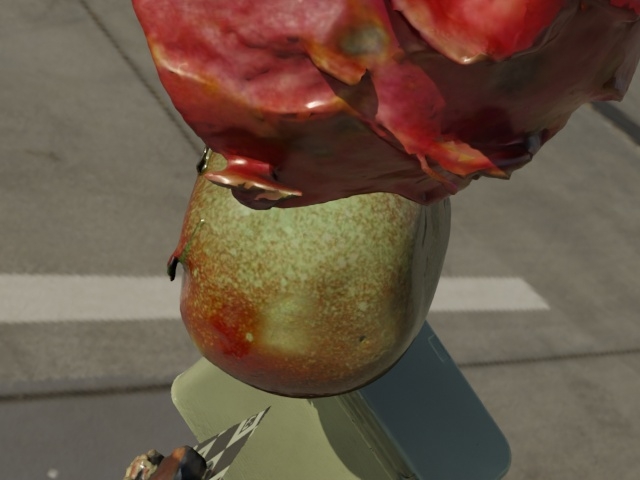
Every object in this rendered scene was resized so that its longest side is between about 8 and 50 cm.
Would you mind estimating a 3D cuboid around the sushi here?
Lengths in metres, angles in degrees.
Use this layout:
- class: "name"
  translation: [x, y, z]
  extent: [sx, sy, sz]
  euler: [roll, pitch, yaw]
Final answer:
- class: "sushi"
  translation: [-0.167, 0.230, 0.930]
  extent: [0.043, 0.279, 0.192]
  euler: [44, 52, -8]

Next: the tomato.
- class: "tomato"
  translation: [0.000, 0.000, 1.054]
  extent: [0.239, 0.303, 0.303]
  euler: [16, 25, 11]

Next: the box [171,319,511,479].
- class: "box"
  translation: [0.009, 0.236, 1.426]
  extent: [0.177, 0.344, 0.352]
  euler: [-30, 84, -47]

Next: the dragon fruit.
- class: "dragon fruit"
  translation: [0.075, -0.195, 0.580]
  extent: [0.249, 0.386, 0.371]
  euler: [7, -9, 37]
